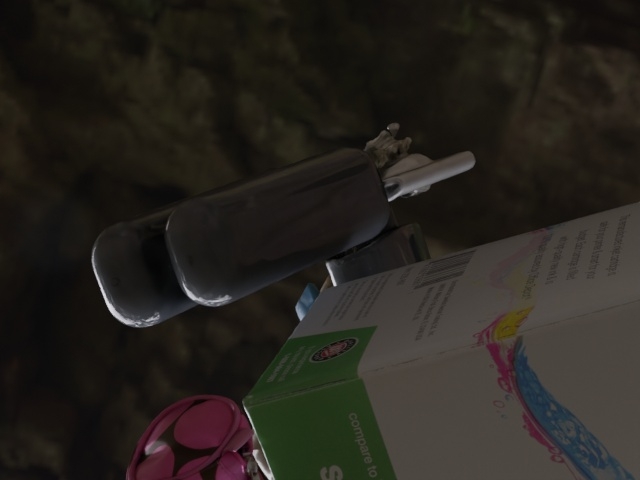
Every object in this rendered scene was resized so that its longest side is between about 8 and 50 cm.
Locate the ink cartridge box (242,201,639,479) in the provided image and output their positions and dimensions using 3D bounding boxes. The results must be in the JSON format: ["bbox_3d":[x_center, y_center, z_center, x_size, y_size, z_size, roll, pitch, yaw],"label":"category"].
[{"bbox_3d":[0.096,0.052,0.755,0.212,0.093,0.154,-18,-170,16],"label":"ink cartridge box"}]

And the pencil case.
[{"bbox_3d":[-0.035,0.198,1.201,0.098,0.209,0.095,-14,-147,34],"label":"pencil case"}]

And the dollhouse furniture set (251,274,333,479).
[{"bbox_3d":[-0.004,0.132,1.813,0.129,0.129,0.183,11,-152,-35],"label":"dollhouse furniture set"}]

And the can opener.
[{"bbox_3d":[0.000,0.000,0.871,0.074,0.093,0.280,-19,178,27],"label":"can opener"}]
